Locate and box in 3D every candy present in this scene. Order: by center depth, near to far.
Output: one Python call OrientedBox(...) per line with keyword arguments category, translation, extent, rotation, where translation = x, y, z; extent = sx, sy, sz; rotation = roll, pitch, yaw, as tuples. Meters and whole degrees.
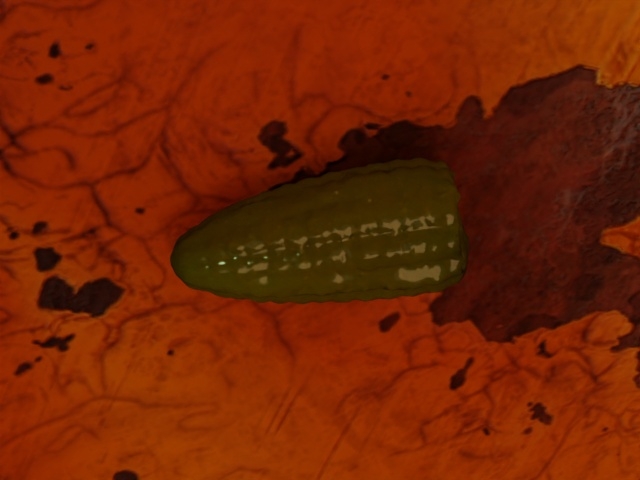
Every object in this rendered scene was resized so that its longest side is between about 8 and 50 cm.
OrientedBox(category="candy", translation=(0.000, 0.000, 1.381), extent=(0.209, 0.097, 0.097), rotation=(-9, 133, -2))
